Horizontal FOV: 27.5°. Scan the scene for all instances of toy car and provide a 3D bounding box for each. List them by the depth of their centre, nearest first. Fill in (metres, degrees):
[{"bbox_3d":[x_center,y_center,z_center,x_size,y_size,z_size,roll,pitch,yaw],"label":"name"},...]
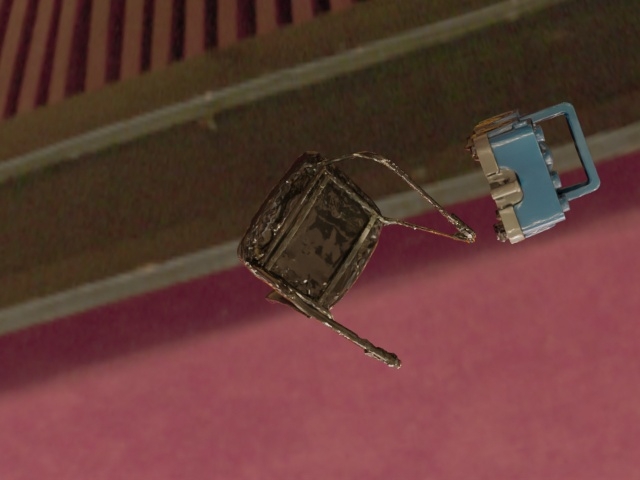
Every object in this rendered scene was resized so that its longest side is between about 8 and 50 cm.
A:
[{"bbox_3d":[0.189,-0.066,1.158,0.100,0.191,0.097,-19,97,11],"label":"toy car"}]

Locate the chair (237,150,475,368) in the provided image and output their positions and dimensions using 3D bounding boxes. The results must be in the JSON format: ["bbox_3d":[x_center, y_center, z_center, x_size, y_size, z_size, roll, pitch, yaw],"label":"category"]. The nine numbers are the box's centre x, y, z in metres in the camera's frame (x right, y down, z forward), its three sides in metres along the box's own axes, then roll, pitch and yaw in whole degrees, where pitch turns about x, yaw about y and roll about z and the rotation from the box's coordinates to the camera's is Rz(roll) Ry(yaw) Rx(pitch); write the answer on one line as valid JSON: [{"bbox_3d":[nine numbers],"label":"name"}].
[{"bbox_3d":[0.000,0.000,1.155,0.145,0.221,0.140,37,81,-31],"label":"chair"}]
